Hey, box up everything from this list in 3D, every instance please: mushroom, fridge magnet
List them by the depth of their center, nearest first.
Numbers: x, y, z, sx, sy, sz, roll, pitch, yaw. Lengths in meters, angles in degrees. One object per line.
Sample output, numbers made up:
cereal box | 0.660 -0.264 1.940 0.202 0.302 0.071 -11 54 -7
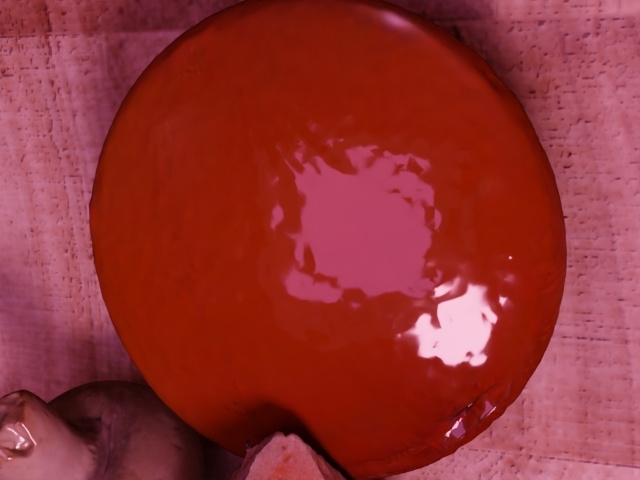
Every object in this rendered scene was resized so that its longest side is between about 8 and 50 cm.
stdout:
fridge magnet | 0.000 0.000 0.889 0.363 0.155 0.363 5 103 22
mushroom | -0.202 0.194 0.986 0.204 0.204 0.204 5 104 22

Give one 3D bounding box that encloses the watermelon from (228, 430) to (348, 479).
watermelon | -0.034 0.311 0.877 0.283 0.250 0.292 -3 142 9
